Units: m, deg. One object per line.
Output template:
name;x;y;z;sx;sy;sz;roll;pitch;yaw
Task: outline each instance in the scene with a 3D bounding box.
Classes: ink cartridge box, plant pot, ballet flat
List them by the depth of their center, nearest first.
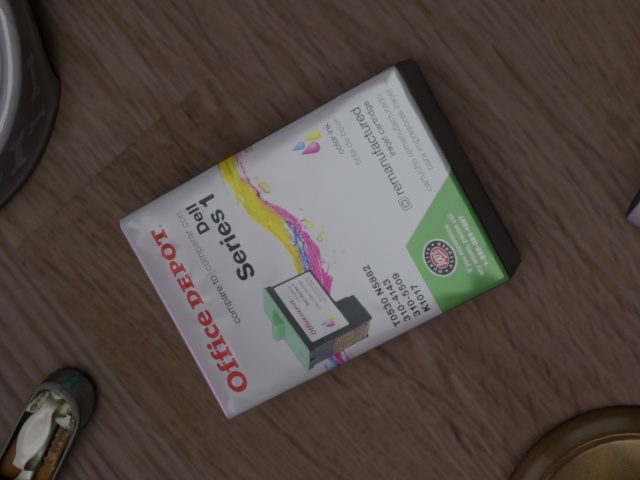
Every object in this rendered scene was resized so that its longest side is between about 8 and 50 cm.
plant pot;0.266;0.256;1.276;0.236;0.032;0.236;-2;78;8
ink cartridge box;0.000;0.000;1.289;0.278;0.117;0.201;-28;92;15
ballet flat;-0.280;0.215;1.409;0.072;0.068;0.213;29;104;6

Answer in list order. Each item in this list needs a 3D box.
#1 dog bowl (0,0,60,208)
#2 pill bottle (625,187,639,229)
dog bowl;-0.408;-0.154;1.324;0.349;0.102;0.348;0;97;-2
pill bottle;0.369;0.002;1.205;0.229;0.131;0.131;33;104;5
